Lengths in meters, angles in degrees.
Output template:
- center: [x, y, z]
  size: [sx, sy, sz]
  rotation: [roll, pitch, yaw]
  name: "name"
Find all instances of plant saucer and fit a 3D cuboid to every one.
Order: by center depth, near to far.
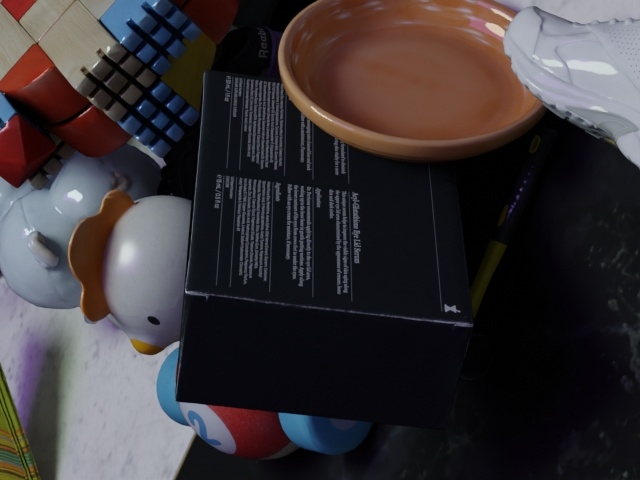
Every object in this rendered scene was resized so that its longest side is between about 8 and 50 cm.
- center: [0.069, -0.117, 1.258]
  size: [0.200, 0.200, 0.037]
  rotation: [-117, 22, -45]
  name: "plant saucer"

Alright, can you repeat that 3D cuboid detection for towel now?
- center: [-0.328, 0.153, 1.705]
  size: [0.102, 0.021, 0.237]
  rotation: [-3, 107, 55]
  name: "towel"

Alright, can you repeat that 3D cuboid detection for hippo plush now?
- center: [-0.280, -0.056, 1.638]
  size: [0.294, 0.234, 0.236]
  rotation: [-40, 51, -6]
  name: "hippo plush"

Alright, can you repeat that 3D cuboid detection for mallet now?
- center: [0.119, 0.006, 1.258]
  size: [0.062, 0.039, 0.189]
  rotation: [14, 83, 58]
  name: "mallet"

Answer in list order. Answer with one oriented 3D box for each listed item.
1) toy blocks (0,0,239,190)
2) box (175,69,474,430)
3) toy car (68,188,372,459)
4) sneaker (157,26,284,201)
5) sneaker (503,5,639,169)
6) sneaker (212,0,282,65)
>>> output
- center: [-0.171, -0.174, 1.427]
  size: [0.381, 0.191, 0.261]
  rotation: [-47, 39, 3]
  name: "toy blocks"
- center: [0.000, 0.000, 1.214]
  size: [0.261, 0.184, 0.103]
  rotation: [-90, 6, -52]
  name: "box"
- center: [-0.101, 0.052, 1.358]
  size: [0.219, 0.238, 0.210]
  rotation: [2, 78, 54]
  name: "toy car"
- center: [-0.104, -0.080, 1.513]
  size: [0.283, 0.124, 0.107]
  rotation: [-49, 41, 30]
  name: "sneaker"
- center: [0.215, -0.110, 1.140]
  size: [0.232, 0.090, 0.115]
  rotation: [41, 104, 43]
  name: "sneaker"
- center: [-0.089, -0.210, 1.606]
  size: [0.118, 0.083, 0.222]
  rotation: [-60, 26, -14]
  name: "sneaker"
